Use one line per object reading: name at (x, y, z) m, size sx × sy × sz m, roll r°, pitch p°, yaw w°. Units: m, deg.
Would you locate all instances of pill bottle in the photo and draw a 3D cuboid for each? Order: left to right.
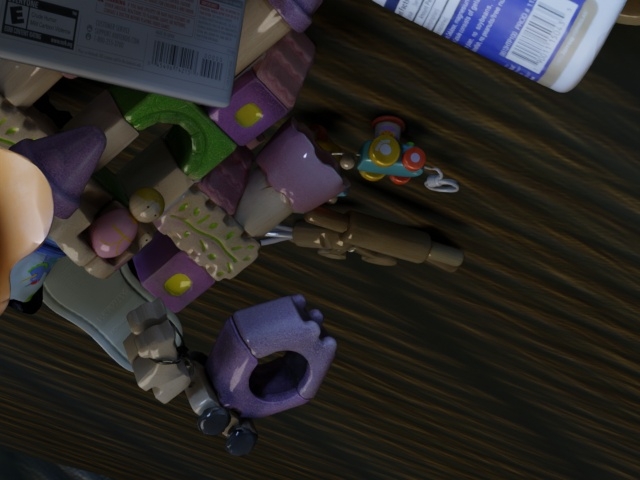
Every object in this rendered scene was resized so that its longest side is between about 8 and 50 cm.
pill bottle at (0.084, -0.173, 0.932) m, size 0.187 × 0.112 × 0.112 m, roll 27°, pitch 159°, yaw 0°

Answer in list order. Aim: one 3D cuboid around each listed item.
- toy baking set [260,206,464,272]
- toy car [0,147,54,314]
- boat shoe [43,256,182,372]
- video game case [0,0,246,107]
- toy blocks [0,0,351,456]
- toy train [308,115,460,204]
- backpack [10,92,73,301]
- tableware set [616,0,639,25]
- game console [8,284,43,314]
toy baking set at (0.005, 0.000, 1.514) m, size 0.256 × 0.030 × 0.197 m, roll 17°, pitch 167°, yaw -29°
toy car at (-0.234, -0.021, 0.680) m, size 0.238 × 0.210 × 0.219 m, roll -10°, pitch -177°, yaw -22°
boat shoe at (-0.249, 0.031, 1.696) m, size 0.091 × 0.114 × 0.302 m, roll 39°, pitch 162°, yaw 40°
video game case at (-0.109, -0.174, 0.907) m, size 0.022 × 0.173 × 0.190 m, roll 9°, pitch 180°, yaw 42°
toy blocks at (-0.073, -0.090, 1.078) m, size 0.260 × 0.309 × 0.288 m, roll -38°, pitch 132°, yaw 9°
toy train at (0.029, -0.069, 1.359) m, size 0.166 × 0.046 × 0.125 m, roll -3°, pitch 166°, yaw 30°
backpack at (-0.328, -0.080, 1.257) m, size 0.290 × 0.273 × 0.355 m, roll 40°, pitch -165°, yaw 35°
tableware set at (0.142, -0.168, 1.027) m, size 0.194 × 0.039 × 0.128 m, roll 11°, pitch 160°, yaw 7°
game console at (-0.428, -0.035, 1.589) m, size 0.361 × 0.044 × 0.213 m, roll 25°, pitch 159°, yaw 17°
